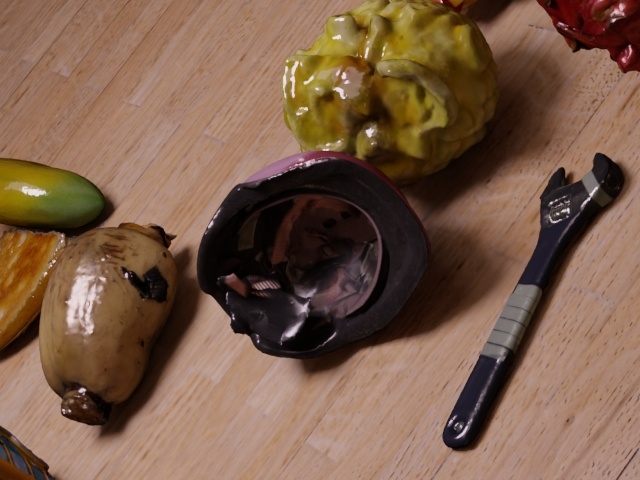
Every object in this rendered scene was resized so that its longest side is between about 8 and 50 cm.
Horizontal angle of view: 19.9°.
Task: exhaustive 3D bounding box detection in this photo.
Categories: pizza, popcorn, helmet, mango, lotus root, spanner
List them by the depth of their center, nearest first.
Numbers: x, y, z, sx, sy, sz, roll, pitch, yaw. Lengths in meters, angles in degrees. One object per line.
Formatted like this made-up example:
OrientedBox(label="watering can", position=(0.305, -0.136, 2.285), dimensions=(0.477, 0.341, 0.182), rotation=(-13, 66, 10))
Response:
OrientedBox(label="spanner", position=(0.185, 0.052, 1.667), dimensions=(0.087, 0.024, 0.316), rotation=(4, 60, 53))
OrientedBox(label="helmet", position=(0.000, 0.000, 1.790), dimensions=(0.253, 0.198, 0.154), rotation=(-39, 10, 27))
OrientedBox(label="popcorn", position=(0.064, -0.148, 1.845), dimensions=(0.235, 0.181, 0.217), rotation=(-12, 20, 13))
OrientedBox(label="lotus root", position=(-0.237, 0.077, 2.027), dimensions=(0.154, 0.140, 0.257), rotation=(-23, 46, 44))
OrientedBox(label="pizza", position=(-0.366, 0.042, 2.290), dimensions=(0.201, 0.053, 0.193), rotation=(-47, 32, 23))
OrientedBox(label="mango", position=(-0.381, -0.060, 2.344), dimensions=(0.237, 0.137, 0.091), rotation=(5, 92, 51))

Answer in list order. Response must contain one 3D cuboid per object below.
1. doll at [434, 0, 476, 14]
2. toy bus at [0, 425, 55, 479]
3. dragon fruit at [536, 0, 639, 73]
OrientedBox(label="doll", position=(0.183, -0.317, 1.977), dimensions=(0.186, 0.106, 0.134), rotation=(-39, 28, 15))
OrientedBox(label="toy bus", position=(-0.359, 0.263, 1.920), dimensions=(0.126, 0.209, 0.136), rotation=(-51, 42, -6))
OrientedBox(label="dragon fruit", position=(0.311, -0.305, 1.660), dimensions=(0.277, 0.277, 0.342), rotation=(-21, 54, 35))
